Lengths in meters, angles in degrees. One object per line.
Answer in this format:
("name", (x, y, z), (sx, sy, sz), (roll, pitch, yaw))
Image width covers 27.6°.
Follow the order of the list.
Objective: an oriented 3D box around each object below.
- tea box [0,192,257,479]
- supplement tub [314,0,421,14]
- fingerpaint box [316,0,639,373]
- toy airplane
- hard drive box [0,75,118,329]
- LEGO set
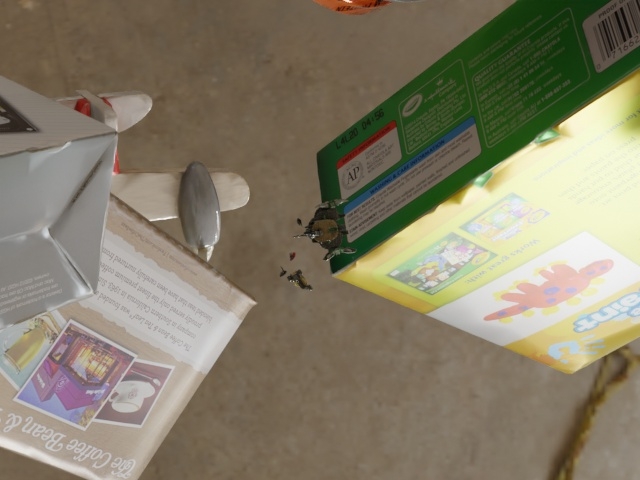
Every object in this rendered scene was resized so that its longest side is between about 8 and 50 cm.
("tea box", (-0.291, 0.017, 1.112), (0.220, 0.323, 0.329), (-56, 148, -4))
("supplement tub", (0.104, -0.323, 1.030), (0.207, 0.338, 0.207), (13, 65, -31))
("fingerpaint box", (0.282, -0.076, 1.244), (0.371, 0.445, 0.163), (23, 46, -37))
("toy airplane", (-0.336, -0.038, 1.986), (0.386, 0.272, 0.384), (-38, 139, 7))
("hard drive box", (-0.239, -0.034, 0.583), (0.181, 0.232, 0.089), (-21, 129, -53))
("LEGO set", (-0.003, 0.000, 1.063), (0.083, 0.023, 0.054), (-41, 105, 8))
